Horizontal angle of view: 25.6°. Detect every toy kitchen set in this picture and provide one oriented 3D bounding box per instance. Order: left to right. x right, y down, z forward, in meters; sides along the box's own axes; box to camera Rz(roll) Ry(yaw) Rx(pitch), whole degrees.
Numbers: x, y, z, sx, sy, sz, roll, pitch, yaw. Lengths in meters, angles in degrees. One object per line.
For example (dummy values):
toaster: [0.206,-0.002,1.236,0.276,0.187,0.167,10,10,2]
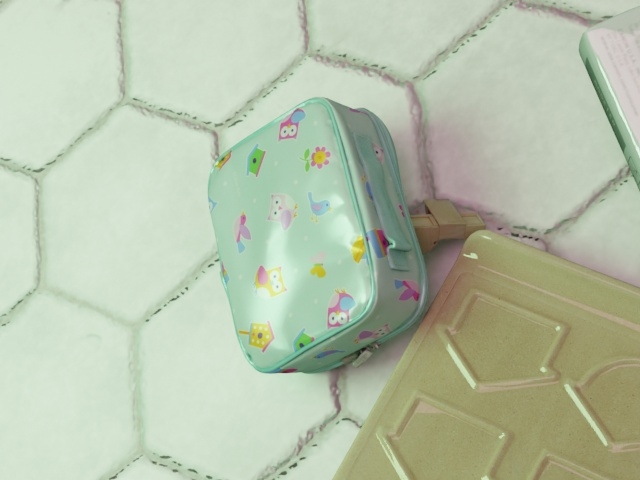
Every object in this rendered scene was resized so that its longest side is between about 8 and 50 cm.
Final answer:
toy kitchen set: [0.128,0.002,1.539,0.083,0.075,0.068,-3,26,-11]

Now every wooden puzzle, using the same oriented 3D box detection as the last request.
wooden puzzle: [0.215,0.197,1.391,0.322,0.080,0.348,22,76,26]

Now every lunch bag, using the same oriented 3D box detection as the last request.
lunch bag: [0.000,0.000,1.514,0.224,0.108,0.279,-30,63,33]

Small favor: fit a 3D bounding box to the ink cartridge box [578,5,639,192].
ink cartridge box: [0.478,-0.124,1.317,0.385,0.091,0.308,-22,77,4]
